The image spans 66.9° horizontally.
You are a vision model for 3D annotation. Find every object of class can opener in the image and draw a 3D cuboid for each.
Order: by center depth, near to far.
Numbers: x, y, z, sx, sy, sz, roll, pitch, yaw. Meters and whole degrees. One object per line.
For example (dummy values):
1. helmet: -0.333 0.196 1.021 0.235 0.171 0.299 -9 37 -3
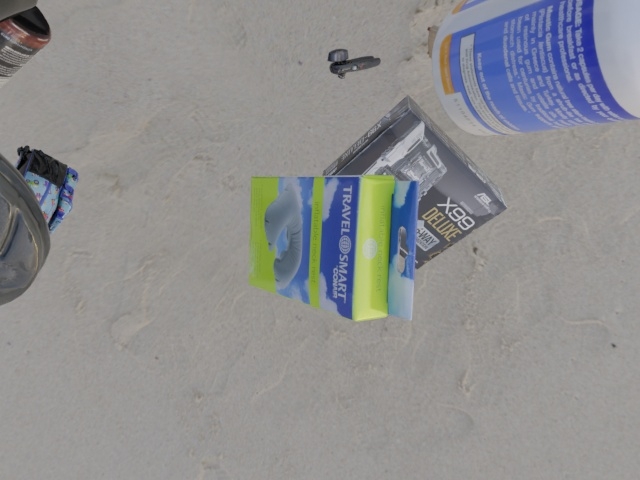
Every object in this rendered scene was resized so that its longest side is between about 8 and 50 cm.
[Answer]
1. can opener: 0.098 -0.495 1.356 0.186 0.059 0.073 -16 137 -33

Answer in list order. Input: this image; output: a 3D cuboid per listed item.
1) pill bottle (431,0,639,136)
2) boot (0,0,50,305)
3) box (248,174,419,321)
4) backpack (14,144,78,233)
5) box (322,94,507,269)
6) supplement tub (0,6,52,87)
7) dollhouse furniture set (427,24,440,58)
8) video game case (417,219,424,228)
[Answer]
1. pill bottle: 0.241 -0.177 0.421 0.152 0.272 0.153 -4 98 -29
2. boot: -0.368 -0.183 0.440 0.146 0.445 0.367 -42 121 16
3. box: 0.000 0.000 0.408 0.042 0.178 0.109 -2 97 -38
4. backpack: -0.536 -0.061 0.893 0.158 0.173 0.116 -40 134 24
5. box: 0.193 -0.107 1.011 0.307 0.077 0.242 38 122 -23
6. supplement tub: -0.497 -0.274 0.701 0.197 0.106 0.106 -31 105 15
7. dollhouse furniture set: 0.271 -0.314 0.829 0.128 0.184 0.129 34 78 23
8. video game case: 0.064 -0.027 0.626 0.121 0.087 0.011 8 90 -1
